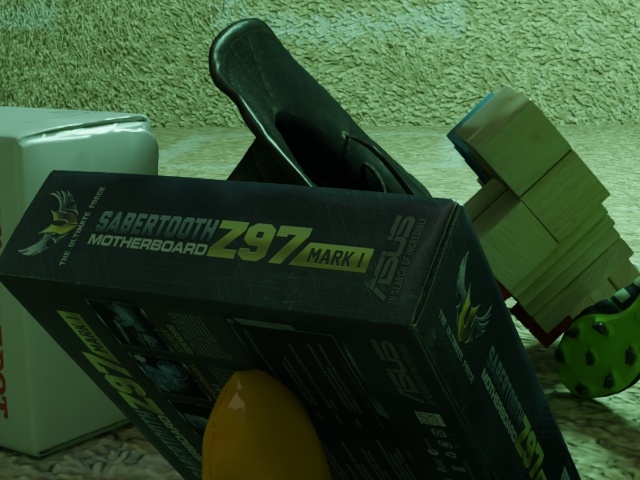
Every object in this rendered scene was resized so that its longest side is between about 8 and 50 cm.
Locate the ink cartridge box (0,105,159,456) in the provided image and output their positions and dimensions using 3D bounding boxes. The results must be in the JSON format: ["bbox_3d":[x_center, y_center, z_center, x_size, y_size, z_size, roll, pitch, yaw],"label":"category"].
[{"bbox_3d":[-0.248,0.013,0.822,0.278,0.201,0.117,7,14,35],"label":"ink cartridge box"}]

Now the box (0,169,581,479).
[{"bbox_3d":[-0.001,0.067,0.512,0.183,0.232,0.059,4,54,29],"label":"box"}]

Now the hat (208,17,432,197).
[{"bbox_3d":[0.000,0.000,0.892,0.134,0.331,0.331,-38,0,17],"label":"hat"}]

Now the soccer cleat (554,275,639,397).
[{"bbox_3d":[0.219,0.048,0.783,0.072,0.060,0.179,-13,-27,-35],"label":"soccer cleat"}]

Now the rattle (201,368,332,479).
[{"bbox_3d":[0.044,0.129,0.366,0.130,0.142,0.200,9,0,-25],"label":"rattle"}]

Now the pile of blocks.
[{"bbox_3d":[0.129,-0.005,0.840,0.149,0.112,0.362,49,5,27],"label":"pile of blocks"}]

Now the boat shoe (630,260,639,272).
[{"bbox_3d":[0.222,0.042,1.073,0.125,0.038,0.046,-5,52,7],"label":"boat shoe"}]
